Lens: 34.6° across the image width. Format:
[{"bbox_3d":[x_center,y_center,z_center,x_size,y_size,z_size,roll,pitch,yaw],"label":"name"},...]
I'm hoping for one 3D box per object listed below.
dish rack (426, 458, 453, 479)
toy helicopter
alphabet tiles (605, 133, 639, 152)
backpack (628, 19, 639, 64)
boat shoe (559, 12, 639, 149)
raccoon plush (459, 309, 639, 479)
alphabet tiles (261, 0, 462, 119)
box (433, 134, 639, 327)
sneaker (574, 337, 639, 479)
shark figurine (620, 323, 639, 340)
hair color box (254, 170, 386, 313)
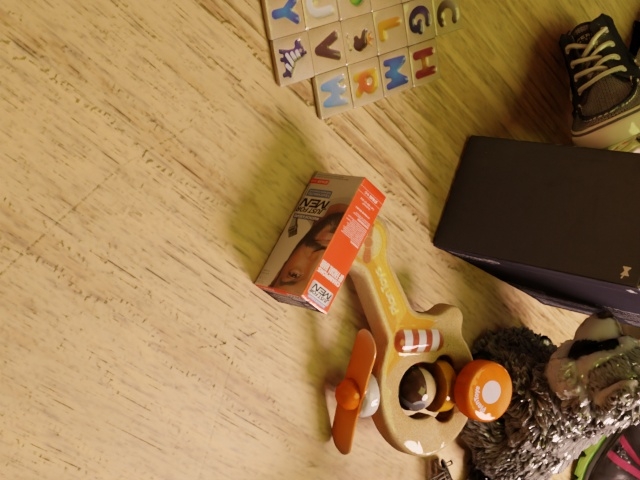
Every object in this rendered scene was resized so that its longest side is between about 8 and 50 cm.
[{"bbox_3d":[0.194,0.419,1.427,0.074,0.271,0.208,-21,91,2],"label":"dish rack"},{"bbox_3d":[0.088,0.130,1.364,0.235,0.140,0.355,-31,107,-25],"label":"toy helicopter"},{"bbox_3d":[0.518,-0.166,1.598,0.021,0.284,0.278,58,13,11],"label":"alphabet tiles"},{"bbox_3d":[0.583,-0.296,1.698,0.152,0.115,0.182,34,72,-12],"label":"backpack"},{"bbox_3d":[0.397,-0.233,1.481,0.158,0.127,0.340,63,18,-8],"label":"boat shoe"},{"bbox_3d":[0.375,0.315,1.512,0.216,0.299,0.446,-21,112,-37],"label":"raccoon plush"},{"bbox_3d":[0.060,-0.320,1.307,0.342,0.011,0.285,-25,113,-37],"label":"alphabet tiles"},{"bbox_3d":[0.401,0.001,1.453,0.312,0.343,0.179,24,82,-43],"label":"box"},{"bbox_3d":[0.571,0.381,1.743,0.185,0.202,0.482,-4,116,-30],"label":"sneaker"},{"bbox_3d":[0.575,0.113,1.796,0.166,0.116,0.278,-8,101,-40],"label":"shark figurine"},{"bbox_3d":[0.000,0.000,1.255,0.053,0.093,0.167,39,71,-39],"label":"hair color box"}]
